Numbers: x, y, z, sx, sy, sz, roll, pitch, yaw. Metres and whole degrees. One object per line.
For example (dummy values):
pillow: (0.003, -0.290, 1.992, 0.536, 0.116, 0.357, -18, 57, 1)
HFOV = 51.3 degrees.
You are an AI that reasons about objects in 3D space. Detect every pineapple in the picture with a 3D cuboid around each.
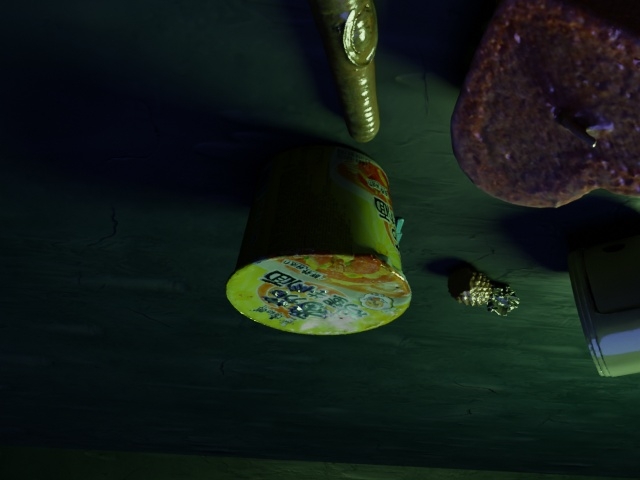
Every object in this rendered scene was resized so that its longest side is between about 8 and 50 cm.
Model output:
pineapple: (0.316, 0.099, 1.265, 0.159, 0.074, 0.074, 20, 144, -33)

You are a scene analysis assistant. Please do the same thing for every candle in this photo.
candle: (0.274, -0.159, 0.705, 0.317, 0.131, 0.287, 0, 133, 43)

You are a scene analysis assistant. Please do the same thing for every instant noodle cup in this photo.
instant noodle cup: (0.000, 0.000, 0.982, 0.264, 0.200, 0.264, 1, 148, 1)

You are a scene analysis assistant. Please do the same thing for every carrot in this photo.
carrot: (0.036, -0.215, 0.768, 0.070, 0.070, 0.342, -6, 149, 10)

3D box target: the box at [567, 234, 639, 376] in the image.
box: (0.523, 0.108, 1.123, 0.149, 0.226, 0.226, -16, 144, 25)

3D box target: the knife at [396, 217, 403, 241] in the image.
knife: (0.133, -0.012, 1.145, 0.014, 0.005, 0.091, 4, 149, -1)
